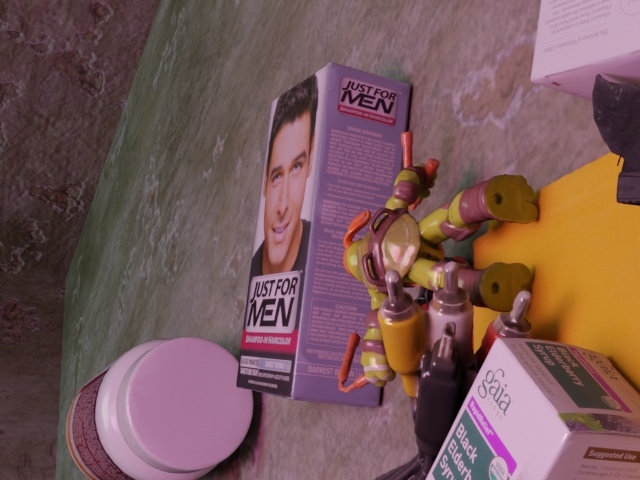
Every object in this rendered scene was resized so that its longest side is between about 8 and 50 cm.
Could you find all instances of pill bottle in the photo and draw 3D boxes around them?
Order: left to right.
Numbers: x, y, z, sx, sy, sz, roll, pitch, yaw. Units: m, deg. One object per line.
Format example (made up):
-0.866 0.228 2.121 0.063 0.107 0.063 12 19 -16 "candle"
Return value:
-0.264 0.283 1.328 0.392 0.224 0.224 146 129 -59 "pill bottle"

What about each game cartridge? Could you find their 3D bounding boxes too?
0.209 0.098 0.580 0.285 0.053 0.323 -33 49 59 "game cartridge"

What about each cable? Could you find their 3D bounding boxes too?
0.102 0.148 0.652 0.072 0.139 0.287 -70 -12 -52 "cable"

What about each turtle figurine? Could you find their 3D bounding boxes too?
0.083 -0.001 0.723 0.217 0.087 0.269 -12 55 55 "turtle figurine"

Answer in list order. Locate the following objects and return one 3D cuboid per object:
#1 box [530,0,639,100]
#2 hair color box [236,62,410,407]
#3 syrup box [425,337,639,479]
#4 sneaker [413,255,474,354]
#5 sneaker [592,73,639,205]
0.233 -0.192 0.581 0.130 0.091 0.170 0 81 65 "box"
0.000 0.000 0.993 0.185 0.114 0.374 -13 69 64 "hair color box"
0.125 0.188 0.546 0.093 0.096 0.237 -120 45 -56 "syrup box"
0.108 0.087 0.776 0.061 0.065 0.158 -40 44 53 "sneaker"
0.224 -0.063 0.493 0.170 0.051 0.089 -171 89 -70 "sneaker"
